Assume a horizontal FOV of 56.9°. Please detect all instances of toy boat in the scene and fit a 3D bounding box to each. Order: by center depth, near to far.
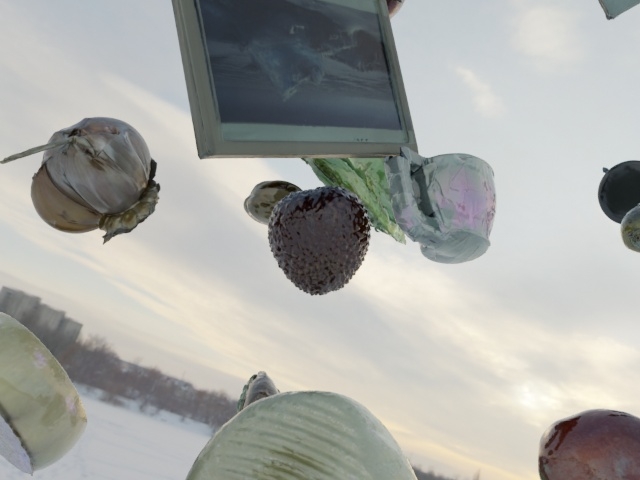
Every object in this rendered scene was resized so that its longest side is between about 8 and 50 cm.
[{"bbox_3d":[-0.116,0.350,1.128,0.109,0.292,0.099,9,-47,-9],"label":"toy boat"}]

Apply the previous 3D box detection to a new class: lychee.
[{"bbox_3d":[-0.001,-0.006,1.029,0.195,0.194,0.194,16,-20,6],"label":"lychee"}]

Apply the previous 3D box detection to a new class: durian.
[{"bbox_3d":[0.059,-0.121,1.311,0.163,0.198,0.394,-19,-39,30],"label":"durian"}]

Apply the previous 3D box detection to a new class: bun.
[{"bbox_3d":[-0.021,0.400,0.827,0.366,0.365,0.219,8,-33,26],"label":"bun"}]

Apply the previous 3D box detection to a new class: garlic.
[{"bbox_3d":[-0.356,-0.086,0.921,0.207,0.206,0.256,18,9,1],"label":"garlic"}]

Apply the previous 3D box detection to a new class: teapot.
[{"bbox_3d":[0.221,-0.060,1.025,0.164,0.178,0.221,-13,-34,22],"label":"teapot"}]

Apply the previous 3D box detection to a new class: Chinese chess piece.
[{"bbox_3d":[-0.497,0.242,0.941,0.270,0.112,0.269,23,-47,27],"label":"Chinese chess piece"}]

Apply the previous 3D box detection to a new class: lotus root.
[{"bbox_3d":[0.630,-0.032,1.137,0.088,0.165,0.088,29,-43,31],"label":"lotus root"}]

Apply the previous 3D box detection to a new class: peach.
[{"bbox_3d":[0.312,0.249,0.616,0.152,0.152,0.152,16,-20,6],"label":"peach"}]

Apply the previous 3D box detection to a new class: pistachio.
[{"bbox_3d":[-0.091,-0.077,1.299,0.149,0.113,0.113,19,-20,-12],"label":"pistachio"}]

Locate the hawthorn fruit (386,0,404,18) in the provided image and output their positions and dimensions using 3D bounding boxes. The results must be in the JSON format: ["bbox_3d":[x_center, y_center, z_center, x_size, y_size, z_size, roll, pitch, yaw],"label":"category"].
[{"bbox_3d":[0.093,-0.662,1.499,0.369,0.285,0.285,52,4,39],"label":"hawthorn fruit"}]

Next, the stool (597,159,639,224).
[{"bbox_3d":[0.782,-0.096,1.435,0.139,0.227,0.153,-8,-17,-45],"label":"stool"}]

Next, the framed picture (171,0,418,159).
[{"bbox_3d":[-0.024,-0.290,0.952,0.446,0.325,0.028,-8,-5,-41],"label":"framed picture"}]

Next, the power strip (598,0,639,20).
[{"bbox_3d":[0.745,-0.678,1.438,0.198,0.064,0.213,-27,-74,17],"label":"power strip"}]
